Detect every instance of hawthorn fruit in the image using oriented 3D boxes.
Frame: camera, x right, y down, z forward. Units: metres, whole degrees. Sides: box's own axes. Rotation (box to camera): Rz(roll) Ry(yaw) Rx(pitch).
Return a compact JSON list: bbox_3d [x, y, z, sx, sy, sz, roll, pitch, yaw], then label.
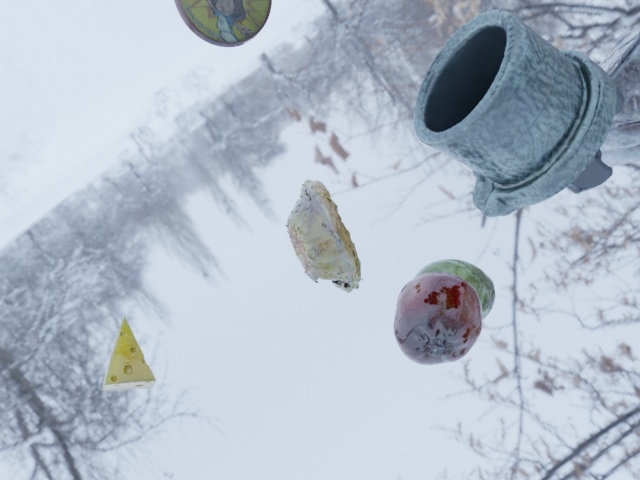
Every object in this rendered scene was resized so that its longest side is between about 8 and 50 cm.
[{"bbox_3d":[0.211,0.132,1.476,0.169,0.169,0.188,-33,-156,26],"label":"hawthorn fruit"}]

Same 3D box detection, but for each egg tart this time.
[{"bbox_3d":[0.000,0.000,2.252,0.150,0.351,0.352,-25,-172,-8],"label":"egg tart"}]

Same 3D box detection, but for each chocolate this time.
[{"bbox_3d":[0.638,-0.268,1.673,0.303,0.213,0.303,-51,180,0],"label":"chocolate"}]

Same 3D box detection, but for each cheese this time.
[{"bbox_3d":[-0.485,0.282,2.022,0.126,0.171,0.093,-3,159,-18],"label":"cheese"}]

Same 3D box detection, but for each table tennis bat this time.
[{"bbox_3d":[-0.238,-0.686,2.060,0.051,0.268,0.414,-17,-120,59],"label":"table tennis bat"}]

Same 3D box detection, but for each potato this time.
[{"bbox_3d":[0.375,0.152,2.274,0.216,0.215,0.304,-31,164,34],"label":"potato"}]

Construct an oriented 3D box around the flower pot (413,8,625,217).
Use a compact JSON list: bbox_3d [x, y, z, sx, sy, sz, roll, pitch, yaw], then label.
[{"bbox_3d":[0.317,-0.185,1.310,0.299,0.283,0.299,-44,-147,38],"label":"flower pot"}]
